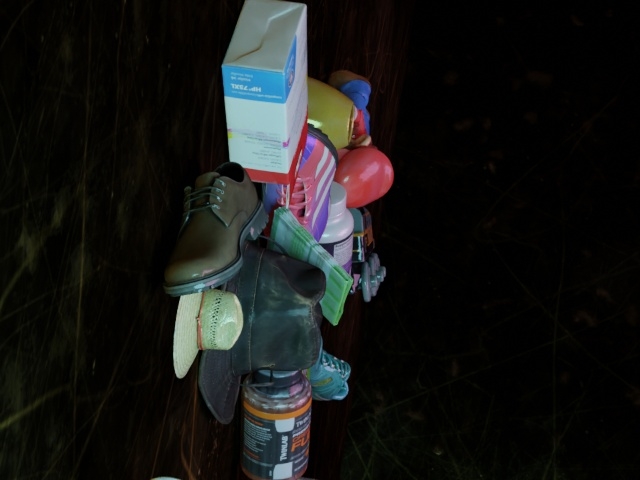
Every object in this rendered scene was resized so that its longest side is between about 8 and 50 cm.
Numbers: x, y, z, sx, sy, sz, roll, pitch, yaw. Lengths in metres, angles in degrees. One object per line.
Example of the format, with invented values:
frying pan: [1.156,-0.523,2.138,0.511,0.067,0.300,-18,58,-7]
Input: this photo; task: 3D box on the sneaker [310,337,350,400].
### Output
sneaker: [0.002,0.231,2.487,0.275,0.110,0.107,80,19,-67]

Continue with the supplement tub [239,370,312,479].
supplement tub: [-0.066,0.257,1.965,0.106,0.106,0.198,-72,167,-57]

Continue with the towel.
towel: [-0.015,0.034,1.835,0.023,0.152,0.113,-32,156,-29]

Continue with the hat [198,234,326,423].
hat: [-0.059,0.098,1.744,0.331,0.134,0.331,8,90,-83]

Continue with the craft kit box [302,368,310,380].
craft kit box: [-0.058,0.238,2.238,0.250,0.061,0.247,-65,164,-67]

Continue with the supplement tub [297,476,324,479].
supplement tub: [0.032,0.526,2.370,0.191,0.272,0.191,8,90,-83]

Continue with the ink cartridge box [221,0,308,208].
ink cartridge box: [-0.064,-0.164,1.633,0.231,0.078,0.134,90,11,-48]

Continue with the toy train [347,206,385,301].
toy train: [0.048,0.016,2.567,0.334,0.142,0.190,-34,121,-81]

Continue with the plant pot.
plant pot: [0.001,-0.187,2.078,0.134,0.095,0.134,8,90,-83]

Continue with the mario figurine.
mario figurine: [0.024,-0.176,2.359,0.198,0.170,0.320,51,21,-28]

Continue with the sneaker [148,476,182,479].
sneaker: [-0.166,0.382,1.295,0.153,0.099,0.282,-68,167,-72]

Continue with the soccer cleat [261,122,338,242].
soccer cleat: [-0.037,-0.060,1.883,0.318,0.108,0.116,89,15,-65]

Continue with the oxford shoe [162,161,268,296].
oxford shoe: [-0.122,-0.016,1.393,0.227,0.083,0.096,-70,147,-61]

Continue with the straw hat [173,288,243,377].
straw hat: [-0.120,0.089,1.516,0.144,0.061,0.144,7,90,-84]

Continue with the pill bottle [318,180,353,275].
pill bottle: [0.000,0.000,2.221,0.108,0.108,0.193,-73,168,-54]
